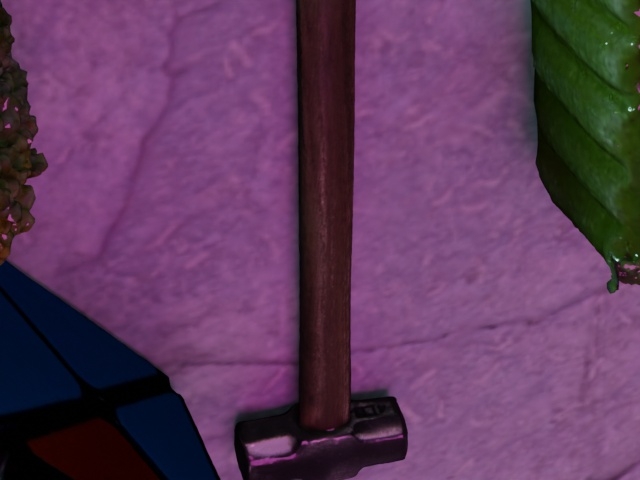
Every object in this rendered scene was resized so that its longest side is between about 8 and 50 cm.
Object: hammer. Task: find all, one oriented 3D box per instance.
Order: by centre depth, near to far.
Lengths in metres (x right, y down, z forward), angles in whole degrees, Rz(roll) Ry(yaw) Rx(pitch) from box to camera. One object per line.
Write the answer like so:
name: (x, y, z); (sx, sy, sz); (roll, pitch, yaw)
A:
hammer: (0.000, 0.000, 1.109); (0.111, 0.043, 0.365); (-9, 125, -13)

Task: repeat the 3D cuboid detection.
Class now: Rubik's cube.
Rubik's cube: (-0.209, 0.173, 1.019); (0.250, 0.248, 0.246); (-41, 127, 10)

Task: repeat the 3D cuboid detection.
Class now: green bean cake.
green bean cake: (0.248, -0.115, 1.036); (0.247, 0.156, 0.250); (-16, 128, -11)

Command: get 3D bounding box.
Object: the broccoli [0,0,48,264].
broccoli: (-0.262, -0.034, 0.859); (0.273, 0.180, 0.242); (-45, 108, 1)
